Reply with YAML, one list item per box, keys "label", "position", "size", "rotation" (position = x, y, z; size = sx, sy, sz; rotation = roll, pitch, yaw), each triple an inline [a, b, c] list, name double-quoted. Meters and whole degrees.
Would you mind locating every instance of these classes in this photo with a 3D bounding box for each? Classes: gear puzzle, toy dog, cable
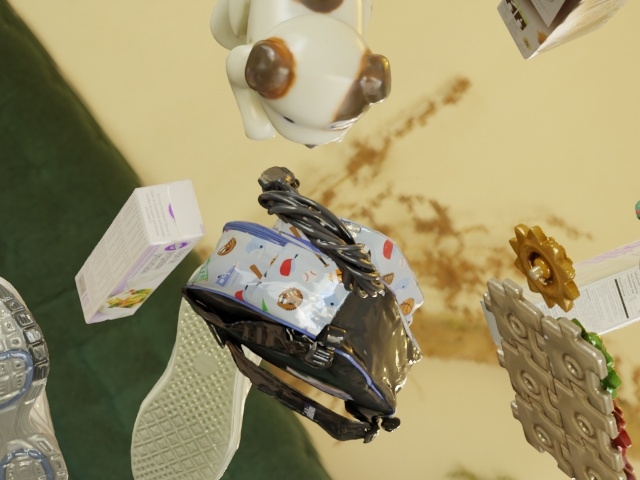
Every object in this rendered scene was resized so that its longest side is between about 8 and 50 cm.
- label: "gear puzzle"
  position: [0.229, 0.109, 1.184]
  size: [0.175, 0.044, 0.339]
  rotation: [39, -25, 48]
- label: "toy dog"
  position: [-0.005, -0.326, 2.062]
  size: [0.284, 0.395, 0.408]
  rotation: [13, 39, -17]
- label: "cable"
  position: [0.000, 0.000, 1.172]
  size: [0.150, 0.047, 0.184]
  rotation: [50, -4, -17]

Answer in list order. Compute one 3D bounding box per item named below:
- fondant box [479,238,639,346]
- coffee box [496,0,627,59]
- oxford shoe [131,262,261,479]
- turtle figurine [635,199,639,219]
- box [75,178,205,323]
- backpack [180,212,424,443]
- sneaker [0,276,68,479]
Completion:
- label: "fondant box"
  position: [0.469, 0.096, 2.167]
  size: [0.238, 0.330, 0.096]
  rotation: [-174, -115, -80]
- label: "coffee box"
  position: [0.362, -0.361, 1.770]
  size: [0.098, 0.141, 0.246]
  rotation: [63, -12, 7]
- label: "oxford shoe"
  position: [-0.175, 0.222, 1.944]
  size: [0.169, 0.449, 0.130]
  rotation: [22, 21, 10]
- label: "turtle figurine"
  position: [0.559, -0.002, 1.941]
  size: [0.234, 0.118, 0.175]
  rotation: [55, -24, 7]
- label: "box"
  position: [-0.208, 0.020, 1.397]
  size: [0.324, 0.063, 0.067]
  rotation: [-42, -117, 61]
- label: "backpack"
  position: [-0.019, 0.076, 1.485]
  size: [0.263, 0.213, 0.276]
  rotation: [16, -26, 24]
- label: "sneaker"
  position: [-0.341, 0.148, 1.324]
  size: [0.129, 0.111, 0.297]
  rotation: [-117, -157, -47]
